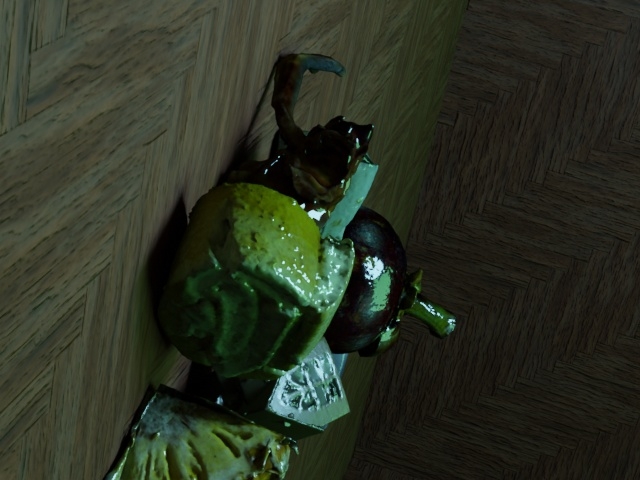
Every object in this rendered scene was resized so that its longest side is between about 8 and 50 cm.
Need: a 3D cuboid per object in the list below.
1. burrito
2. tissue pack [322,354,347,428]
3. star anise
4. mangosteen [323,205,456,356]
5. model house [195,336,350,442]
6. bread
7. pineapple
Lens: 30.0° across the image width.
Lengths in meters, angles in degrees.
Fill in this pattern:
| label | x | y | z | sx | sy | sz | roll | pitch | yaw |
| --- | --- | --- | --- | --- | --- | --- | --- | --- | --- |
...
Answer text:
| label | x | y | z | sx | sy | sz | roll | pitch | yaw |
| --- | --- | --- | --- | --- | --- | --- | --- | --- | --- |
| burrito | -0.020 | -0.039 | 1.642 | 0.089 | 0.144 | 0.229 | -107 | -147 | -60 |
| tissue pack | -0.021 | 0.247 | 2.134 | 0.051 | 0.112 | 0.156 | -35 | 141 | -76 |
| star anise | -0.024 | -0.102 | 1.449 | 0.237 | 0.148 | 0.346 | -48 | -162 | 54 |
| mangosteen | 0.070 | 0.067 | 1.816 | 0.231 | 0.289 | 0.231 | -166 | -90 | -78 |
| model house | -0.119 | 0.196 | 1.484 | 0.248 | 0.181 | 0.176 | -19 | 87 | -47 |
| bread | -0.074 | 0.063 | 1.290 | 0.257 | 0.186 | 0.124 | 108 | 1 | -53 |
| pineapple | -0.148 | 0.251 | 1.326 | 0.236 | 0.186 | 0.114 | -24 | 158 | -13 |
